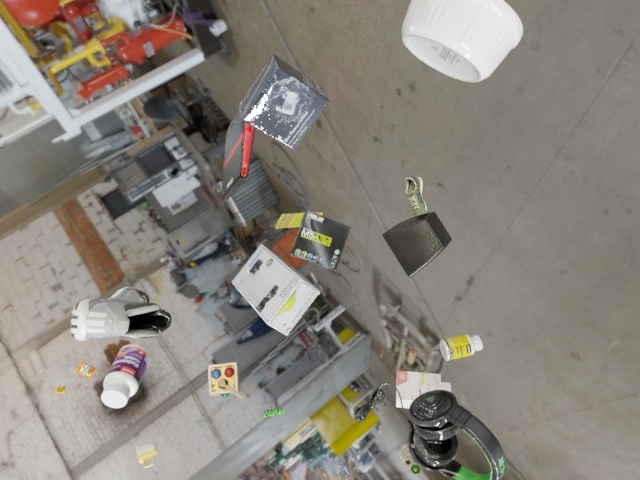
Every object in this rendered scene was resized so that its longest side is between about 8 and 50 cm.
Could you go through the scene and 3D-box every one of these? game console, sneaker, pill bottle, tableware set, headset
[{"bbox_3d":[-0.335,-0.364,1.905,0.386,0.060,0.342,155,119,-65],"label":"game console"},{"bbox_3d":[-0.317,0.136,0.817,0.228,0.132,0.086,-36,-51,-86],"label":"sneaker"},{"bbox_3d":[-0.637,0.442,1.514,0.194,0.108,0.108,-91,-23,-60],"label":"pill bottle"},{"bbox_3d":[0.393,-0.181,1.958,0.064,0.086,0.192,-15,75,46],"label":"sneaker"},{"bbox_3d":[0.361,0.756,1.673,0.104,0.154,0.024,43,174,19],"label":"tableware set"},{"bbox_3d":[0.430,0.324,1.422,0.065,0.116,0.065,168,90,-86],"label":"pill bottle"},{"bbox_3d":[0.285,0.522,1.244,0.394,0.185,0.244,26,133,39],"label":"headset"}]

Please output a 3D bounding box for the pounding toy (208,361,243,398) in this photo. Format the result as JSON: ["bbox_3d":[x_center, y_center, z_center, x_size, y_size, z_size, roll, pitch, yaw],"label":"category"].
[{"bbox_3d":[-0.359,0.542,1.774,0.100,0.130,0.141,98,165,-67],"label":"pounding toy"}]

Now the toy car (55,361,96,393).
[{"bbox_3d":[-0.715,0.416,1.378,0.040,0.122,0.060,-2,128,29],"label":"toy car"}]

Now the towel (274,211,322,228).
[{"bbox_3d":[-0.101,-0.097,2.246,0.102,0.237,0.021,-53,54,41],"label":"towel"}]

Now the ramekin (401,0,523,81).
[{"bbox_3d":[0.311,-0.478,1.076,0.272,0.127,0.273,29,-170,-5],"label":"ramekin"}]

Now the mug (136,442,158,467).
[{"bbox_3d":[-0.616,0.763,1.660,0.062,0.064,0.078,142,111,-68],"label":"mug"}]

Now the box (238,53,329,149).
[{"bbox_3d":[-0.090,-0.333,1.132,0.158,0.156,0.093,24,-151,-31],"label":"box"}]

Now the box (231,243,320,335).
[{"bbox_3d":[-0.145,0.143,1.442,0.087,0.169,0.290,40,178,-38],"label":"box"}]

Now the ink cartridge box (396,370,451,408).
[{"bbox_3d":[0.371,0.538,1.663,0.067,0.198,0.115,84,-169,-47],"label":"ink cartridge box"}]

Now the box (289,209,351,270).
[{"bbox_3d":[0.000,0.000,1.792,0.190,0.184,0.045,21,178,-13],"label":"box"}]

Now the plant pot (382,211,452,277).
[{"bbox_3d":[0.370,-0.002,1.711,0.167,0.187,0.188,-32,88,32],"label":"plant pot"}]

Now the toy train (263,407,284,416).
[{"bbox_3d":[-0.177,0.654,1.768,0.017,0.083,0.024,10,98,62],"label":"toy train"}]
